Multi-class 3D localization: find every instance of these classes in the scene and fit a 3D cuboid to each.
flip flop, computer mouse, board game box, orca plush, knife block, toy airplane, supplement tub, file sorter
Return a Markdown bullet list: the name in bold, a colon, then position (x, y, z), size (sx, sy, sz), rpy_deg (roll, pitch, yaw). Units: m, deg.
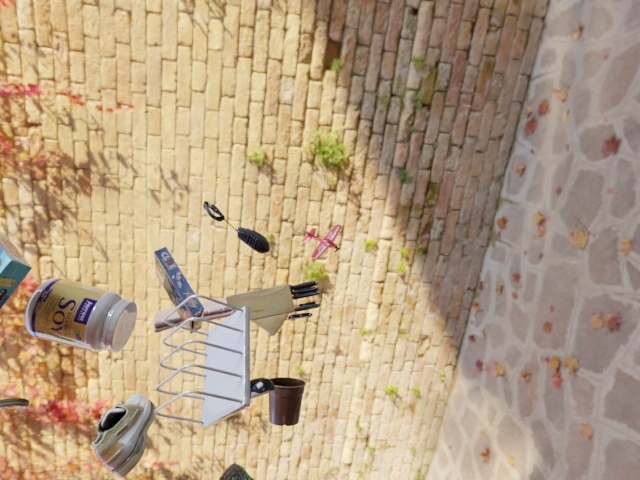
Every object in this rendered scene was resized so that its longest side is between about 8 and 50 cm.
- **flip flop**: position (-1.221, 0.631, 1.707), size (0.112, 0.277, 0.080), rpy_deg (129, 137, -61)
- **computer mouse**: position (-0.242, -0.046, 1.362), size (0.041, 0.242, 0.071), rpy_deg (-55, -3, 19)
- **board game box**: position (-0.450, 0.159, 1.483), size (0.243, 0.042, 0.165), rpy_deg (53, 150, 18)
- **orca plush**: position (-0.312, 0.562, 1.775), size (0.151, 0.287, 0.102), rpy_deg (10, -122, -58)
- **board game box**: position (-1.144, 0.160, 1.564), size (0.336, 0.254, 0.079), rpy_deg (-55, -35, -6)
- **knife block**: position (-0.143, 0.188, 1.576), size (0.242, 0.276, 0.088), rpy_deg (-56, -2, -16)
- **toy airplane**: position (0.000, 0.000, 1.505), size (0.028, 0.151, 0.151), rpy_deg (73, -168, -54)
- **supplement tub**: position (-0.914, 0.294, 1.808), size (0.241, 0.332, 0.240), rpy_deg (14, -90, -89)
- **file sorter**: position (-0.310, 0.313, 1.223), size (0.193, 0.173, 0.277), rpy_deg (-37, 43, 32)

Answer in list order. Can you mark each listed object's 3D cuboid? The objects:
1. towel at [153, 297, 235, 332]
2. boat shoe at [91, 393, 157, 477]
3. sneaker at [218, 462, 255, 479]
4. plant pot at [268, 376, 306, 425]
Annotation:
- **towel**: position (-0.517, 0.301, 1.930), size (0.332, 0.317, 0.053), rpy_deg (180, 80, -74)
- **boat shoe**: position (-0.495, 0.461, 1.185), size (0.113, 0.103, 0.302), rpy_deg (-43, 16, -8)
- **sneaker**: position (-0.173, 0.744, 1.256), size (0.134, 0.146, 0.344), rpy_deg (-51, 42, -9)
- **plant pot**: position (-0.148, 0.671, 1.948), size (0.167, 0.167, 0.165), rpy_deg (165, 110, -80)
